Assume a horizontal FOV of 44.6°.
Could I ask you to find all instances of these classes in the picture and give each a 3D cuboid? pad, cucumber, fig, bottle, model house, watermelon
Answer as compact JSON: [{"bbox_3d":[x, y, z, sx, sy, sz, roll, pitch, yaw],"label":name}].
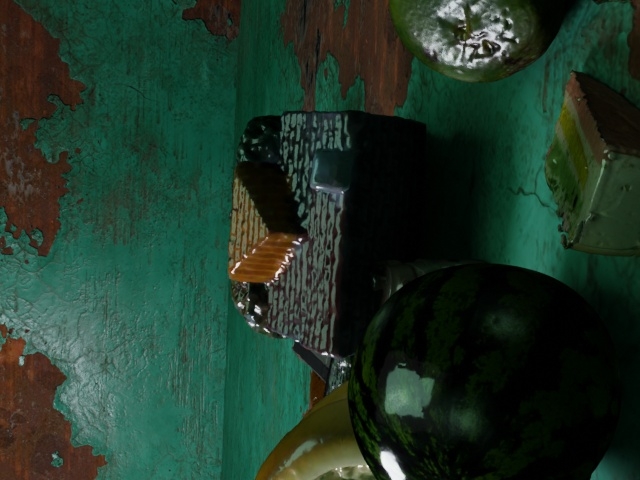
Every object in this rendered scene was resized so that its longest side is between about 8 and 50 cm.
[{"bbox_3d":[-0.001,0.183,1.588,0.233,0.022,0.174,-158,77,-68],"label":"pad"},{"bbox_3d":[0.043,0.286,1.457,0.074,0.075,0.241,-138,54,-70],"label":"cucumber"},{"bbox_3d":[0.193,-0.303,0.874,0.235,0.203,0.203,-51,-9,-35],"label":"fig"},{"bbox_3d":[0.135,0.069,0.981,0.099,0.152,0.098,-178,90,-73],"label":"bottle"},{"bbox_3d":[0.000,0.000,1.078,0.339,0.298,0.360,-83,-2,-84],"label":"model house"},{"bbox_3d":[0.152,0.148,0.746,0.269,0.269,0.268,-178,90,-75],"label":"watermelon"}]

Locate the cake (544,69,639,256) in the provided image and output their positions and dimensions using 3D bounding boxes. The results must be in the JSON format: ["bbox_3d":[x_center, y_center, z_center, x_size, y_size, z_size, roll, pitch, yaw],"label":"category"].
[{"bbox_3d":[0.268,-0.072,0.727,0.225,0.090,0.109,-77,-4,-61],"label":"cake"}]

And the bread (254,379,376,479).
[{"bbox_3d":[0.079,0.388,1.103,0.245,0.329,0.423,-37,-37,-54],"label":"bread"}]

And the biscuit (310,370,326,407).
[{"bbox_3d":[0.015,0.248,1.598,0.180,0.039,0.236,146,130,-62],"label":"biscuit"}]
